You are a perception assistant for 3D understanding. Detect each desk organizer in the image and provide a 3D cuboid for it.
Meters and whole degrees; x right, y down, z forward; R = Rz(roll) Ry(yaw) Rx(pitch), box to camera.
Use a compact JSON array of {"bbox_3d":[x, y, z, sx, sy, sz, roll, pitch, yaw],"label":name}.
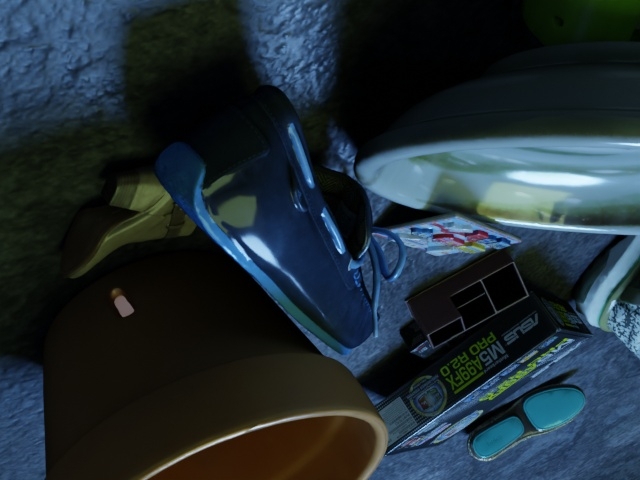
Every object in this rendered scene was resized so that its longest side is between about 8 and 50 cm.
[{"bbox_3d":[0.167,0.065,1.064,0.130,0.050,0.047,-29,148,-1],"label":"desk organizer"}]

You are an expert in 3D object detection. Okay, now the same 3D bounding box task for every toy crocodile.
[{"bbox_3d":[0.315,-0.232,0.729,0.341,0.105,0.115,-29,150,-8],"label":"toy crocodile"}]

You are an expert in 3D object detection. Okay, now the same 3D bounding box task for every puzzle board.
[{"bbox_3d":[0.126,-0.002,0.929,0.096,0.011,0.128,-12,161,37],"label":"puzzle board"}]

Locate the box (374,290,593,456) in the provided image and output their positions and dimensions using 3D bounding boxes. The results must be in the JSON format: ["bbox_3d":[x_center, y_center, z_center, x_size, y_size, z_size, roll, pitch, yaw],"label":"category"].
[{"bbox_3d":[0.205,0.173,1.203,0.270,0.060,0.216,-39,158,15],"label":"box"}]

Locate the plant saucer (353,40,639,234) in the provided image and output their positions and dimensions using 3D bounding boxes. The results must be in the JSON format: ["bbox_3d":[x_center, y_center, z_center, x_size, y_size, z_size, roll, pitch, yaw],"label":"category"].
[{"bbox_3d":[0.229,-0.078,0.746,0.401,0.100,0.400,5,174,1],"label":"plant saucer"}]

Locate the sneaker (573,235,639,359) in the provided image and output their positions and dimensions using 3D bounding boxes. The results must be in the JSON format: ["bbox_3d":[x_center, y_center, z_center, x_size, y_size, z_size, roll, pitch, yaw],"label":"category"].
[{"bbox_3d":[0.466,0.019,1.109,0.158,0.182,0.410,-13,144,-24],"label":"sneaker"}]

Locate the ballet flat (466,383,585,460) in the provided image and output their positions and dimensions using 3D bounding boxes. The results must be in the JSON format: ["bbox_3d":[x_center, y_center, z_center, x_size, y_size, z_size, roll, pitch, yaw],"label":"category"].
[{"bbox_3d":[0.322,0.284,1.499,0.206,0.073,0.067,-23,175,-5],"label":"ballet flat"}]

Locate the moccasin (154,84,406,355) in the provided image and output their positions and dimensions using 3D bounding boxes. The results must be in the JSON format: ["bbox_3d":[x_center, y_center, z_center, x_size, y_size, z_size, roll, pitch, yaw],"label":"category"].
[{"bbox_3d":[0.000,0.000,0.751,0.117,0.138,0.342,-45,155,-3],"label":"moccasin"}]

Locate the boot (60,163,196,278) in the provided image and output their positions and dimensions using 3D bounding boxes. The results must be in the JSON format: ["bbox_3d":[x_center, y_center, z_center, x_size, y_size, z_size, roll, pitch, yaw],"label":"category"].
[{"bbox_3d":[-0.139,-0.012,0.723,0.087,0.042,0.118,4,135,-45],"label":"boot"}]

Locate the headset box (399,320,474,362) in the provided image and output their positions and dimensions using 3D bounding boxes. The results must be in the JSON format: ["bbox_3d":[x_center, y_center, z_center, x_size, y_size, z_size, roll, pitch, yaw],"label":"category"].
[{"bbox_3d":[0.143,0.114,1.131,0.062,0.032,0.083,-38,148,16],"label":"headset box"}]

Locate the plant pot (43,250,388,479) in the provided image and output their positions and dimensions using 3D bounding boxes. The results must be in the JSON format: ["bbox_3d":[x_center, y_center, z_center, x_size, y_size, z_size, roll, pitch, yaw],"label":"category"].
[{"bbox_3d":[-0.114,0.147,0.814,0.291,0.203,0.291,-20,147,-13],"label":"plant pot"}]
